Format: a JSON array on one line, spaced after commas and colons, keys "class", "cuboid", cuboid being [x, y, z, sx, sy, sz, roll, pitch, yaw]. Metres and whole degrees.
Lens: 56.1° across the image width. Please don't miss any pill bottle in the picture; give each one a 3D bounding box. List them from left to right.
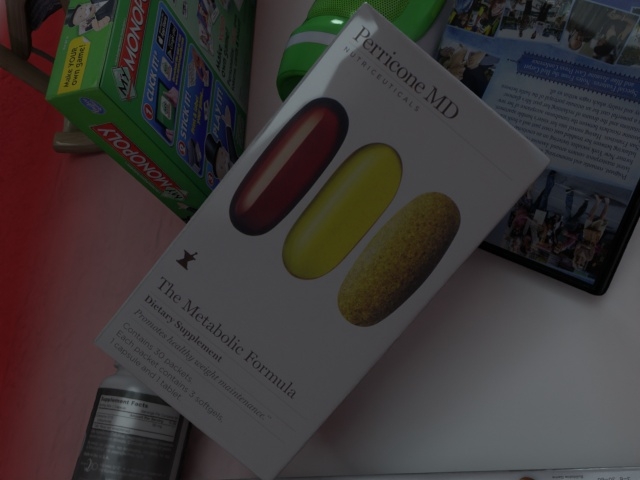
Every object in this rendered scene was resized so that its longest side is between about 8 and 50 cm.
[{"class": "pill bottle", "cuboid": [-0.140, 0.149, 0.463, 0.078, 0.078, 0.137, 1, 66, 22]}]

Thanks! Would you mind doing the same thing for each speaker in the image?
[{"class": "speaker", "cuboid": [0.077, -0.231, 0.532, 0.131, 0.131, 0.297, 21, 75, 28]}]

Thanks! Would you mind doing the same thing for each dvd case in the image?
[{"class": "dvd case", "cuboid": [0.164, -0.110, 0.435, 0.180, 0.022, 0.253, 25, 104, 29]}]

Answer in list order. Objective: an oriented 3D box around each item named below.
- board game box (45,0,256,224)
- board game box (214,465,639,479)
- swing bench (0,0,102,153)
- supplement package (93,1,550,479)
[{"class": "board game box", "cuboid": [-0.126, -0.194, 0.542, 0.046, 0.213, 0.318, -7, 63, 17]}, {"class": "board game box", "cuboid": [0.075, 0.239, 0.350, 0.305, 0.053, 0.193, -9, 63, 17]}, {"class": "swing bench", "cuboid": [-0.237, -0.264, 0.602, 0.165, 0.255, 0.254, -4, 65, 12]}, {"class": "supplement package", "cuboid": [0.000, 0.000, 0.393, 0.139, 0.134, 0.244, 39, 97, -2]}]
